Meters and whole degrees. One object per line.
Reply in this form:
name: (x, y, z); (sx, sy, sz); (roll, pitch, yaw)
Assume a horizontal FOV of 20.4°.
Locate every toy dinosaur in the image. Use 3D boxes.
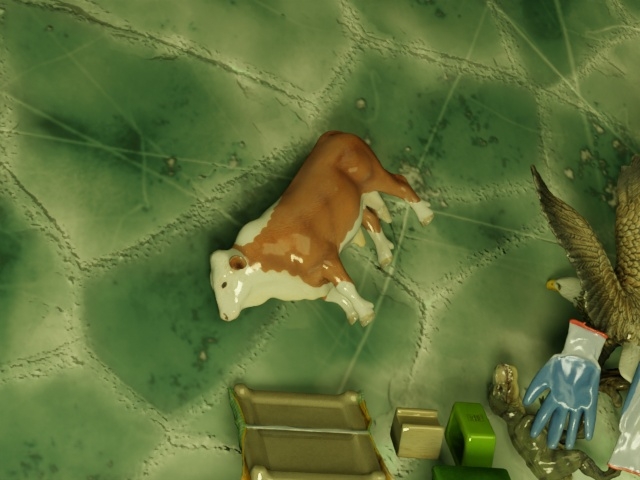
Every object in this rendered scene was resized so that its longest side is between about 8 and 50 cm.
toy dinosaur: (0.298, 0.262, 2.157); (0.118, 0.064, 0.268); (-23, 78, -21)

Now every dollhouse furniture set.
dollhouse furniture set: (0.043, 0.279, 1.978); (0.301, 0.151, 0.197); (5, 25, -12)

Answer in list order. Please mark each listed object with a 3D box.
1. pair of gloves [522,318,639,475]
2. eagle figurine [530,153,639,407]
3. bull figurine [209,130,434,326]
pair of gloves: (0.346, 0.190, 2.104); (0.198, 0.159, 0.023); (21, 10, 5)
eagle figurine: (0.364, 0.050, 2.205); (0.225, 0.298, 0.226); (7, 16, 16)
bull figurine: (0.000, 0.000, 2.101); (0.188, 0.101, 0.310); (41, 55, -10)
